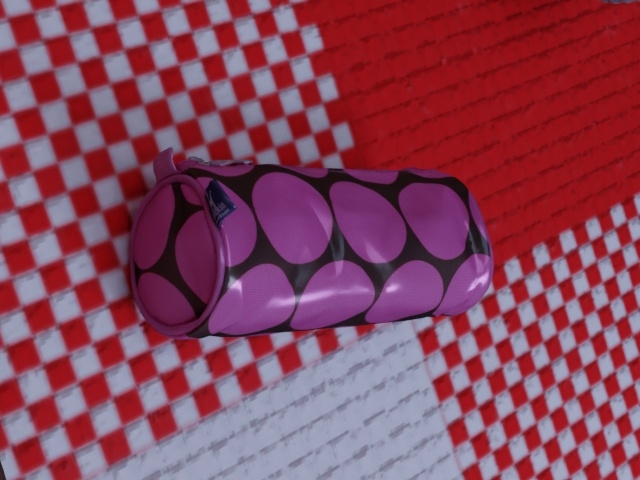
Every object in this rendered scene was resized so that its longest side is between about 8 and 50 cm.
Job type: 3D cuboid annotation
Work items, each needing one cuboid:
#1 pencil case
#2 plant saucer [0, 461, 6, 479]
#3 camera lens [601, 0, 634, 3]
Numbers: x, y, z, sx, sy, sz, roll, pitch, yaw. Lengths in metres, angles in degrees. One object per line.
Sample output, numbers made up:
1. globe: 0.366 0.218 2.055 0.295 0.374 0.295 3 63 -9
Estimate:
1. pencil case: 0.000 0.000 0.746 0.209 0.095 0.098 0 68 -42
2. plant saucer: -0.207 0.134 0.591 0.168 0.029 0.168 7 79 -40
3. camera lens: 0.190 -0.322 0.862 0.274 0.219 0.219 51 56 -22
